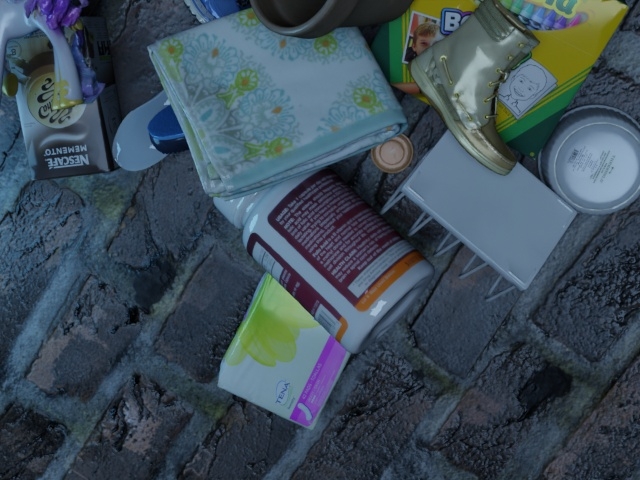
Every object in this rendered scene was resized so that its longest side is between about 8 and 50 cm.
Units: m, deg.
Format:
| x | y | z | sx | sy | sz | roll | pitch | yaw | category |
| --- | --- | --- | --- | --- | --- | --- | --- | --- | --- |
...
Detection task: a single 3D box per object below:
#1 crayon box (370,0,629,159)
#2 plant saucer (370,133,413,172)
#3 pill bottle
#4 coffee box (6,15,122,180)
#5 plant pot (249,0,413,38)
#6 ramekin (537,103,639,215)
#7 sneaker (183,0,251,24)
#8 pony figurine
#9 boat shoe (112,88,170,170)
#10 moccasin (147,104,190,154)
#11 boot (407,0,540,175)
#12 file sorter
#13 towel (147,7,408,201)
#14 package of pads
| x | y | z | sx | sy | sz | roll | pitch | yaw | category |
| --- | --- | --- | --- | --- | --- | --- | --- | --- | --- |
| 0.303 | -0.369 | 1.755 | 0.363 | 0.106 | 0.313 | 28 | 119 | 1 | crayon box |
| 0.138 | -0.171 | 1.906 | 0.084 | 0.013 | 0.083 | 2 | 104 | 8 | plant saucer |
| 0.000 | 0.000 | 1.826 | 0.392 | 0.224 | 0.224 | 45 | 106 | 13 | pill bottle |
| -0.492 | -0.276 | 1.922 | 0.168 | 0.119 | 0.297 | -6 | 101 | 9 | coffee box |
| 0.042 | -0.458 | 1.650 | 0.263 | 0.229 | 0.263 | 0 | 89 | 50 | plant pot |
| 0.506 | -0.142 | 1.808 | 0.207 | 0.109 | 0.207 | 2 | 104 | 8 | ramekin |
| -0.191 | -0.492 | 1.823 | 0.147 | 0.130 | 0.330 | -38 | 95 | 17 | sneaker |
| -0.494 | -0.410 | 1.722 | 0.351 | 0.303 | 0.363 | -6 | 98 | 18 | pony figurine |
| -0.278 | -0.258 | 1.904 | 0.113 | 0.105 | 0.306 | 38 | 99 | 3 | boat shoe |
| -0.145 | -0.221 | 1.819 | 0.342 | 0.137 | 0.116 | -21 | 137 | -15 | moccasin |
| 0.299 | -0.262 | 1.678 | 0.203 | 0.095 | 0.262 | -40 | 81 | 24 | boot |
| 0.279 | -0.047 | 1.805 | 0.278 | 0.173 | 0.193 | 40 | 66 | -2 | file sorter |
| -0.077 | -0.265 | 1.714 | 0.375 | 0.090 | 0.320 | -21 | 74 | -13 | towel |
| -0.056 | 0.206 | 1.977 | 0.229 | 0.101 | 0.296 | 25 | 105 | 2 | package of pads |
